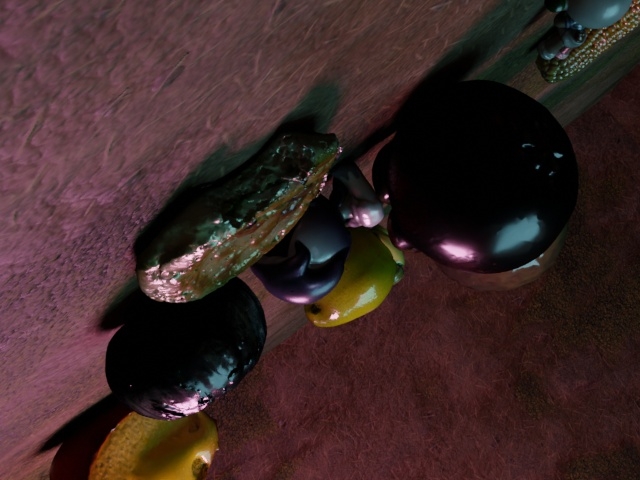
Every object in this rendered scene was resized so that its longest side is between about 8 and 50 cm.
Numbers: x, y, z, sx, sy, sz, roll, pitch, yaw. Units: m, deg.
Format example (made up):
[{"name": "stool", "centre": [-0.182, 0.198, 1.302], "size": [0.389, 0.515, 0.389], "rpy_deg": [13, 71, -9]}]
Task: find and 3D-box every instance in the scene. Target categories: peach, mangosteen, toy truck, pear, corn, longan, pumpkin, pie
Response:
[{"name": "peach", "centre": [-0.362, 0.446, 1.871], "size": [0.338, 0.281, 0.281], "rpy_deg": [-30, 173, 2]}, {"name": "mangosteen", "centre": [0.219, -0.080, 1.387], "size": [0.313, 0.297, 0.297], "rpy_deg": [-39, 173, 25]}, {"name": "toy truck", "centre": [0.102, 0.051, 2.279], "size": [0.187, 0.148, 0.210], "rpy_deg": [-41, -162, 4]}, {"name": "pear", "centre": [0.048, 0.078, 1.921], "size": [0.220, 0.187, 0.187], "rpy_deg": [-42, 173, -10]}, {"name": "corn", "centre": [0.498, -0.383, 1.625], "size": [0.292, 0.101, 0.101], "rpy_deg": [-42, 172, 23]}, {"name": "longan", "centre": [0.472, -0.049, 2.530], "size": [0.391, 0.391, 0.391], "rpy_deg": [-38, 173, -6]}, {"name": "pumpkin", "centre": [-0.185, 0.142, 1.278], "size": [0.233, 0.163, 0.233], "rpy_deg": [-37, -176, 3]}, {"name": "pie", "centre": [-0.092, -0.024, 1.092], "size": [0.302, 0.067, 0.302], "rpy_deg": [-39, 172, -6]}]

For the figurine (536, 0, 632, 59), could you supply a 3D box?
[{"name": "figurine", "centre": [0.388, -0.344, 1.381], "size": [0.147, 0.093, 0.197], "rpy_deg": [-10, 169, -25]}]

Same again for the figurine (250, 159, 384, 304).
[{"name": "figurine", "centre": [0.000, 0.000, 1.396], "size": [0.222, 0.145, 0.145], "rpy_deg": [-42, 174, -14]}]

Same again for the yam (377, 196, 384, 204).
[{"name": "yam", "centre": [0.125, -0.091, 1.897], "size": [0.033, 0.027, 0.129], "rpy_deg": [-36, 172, -24]}]
